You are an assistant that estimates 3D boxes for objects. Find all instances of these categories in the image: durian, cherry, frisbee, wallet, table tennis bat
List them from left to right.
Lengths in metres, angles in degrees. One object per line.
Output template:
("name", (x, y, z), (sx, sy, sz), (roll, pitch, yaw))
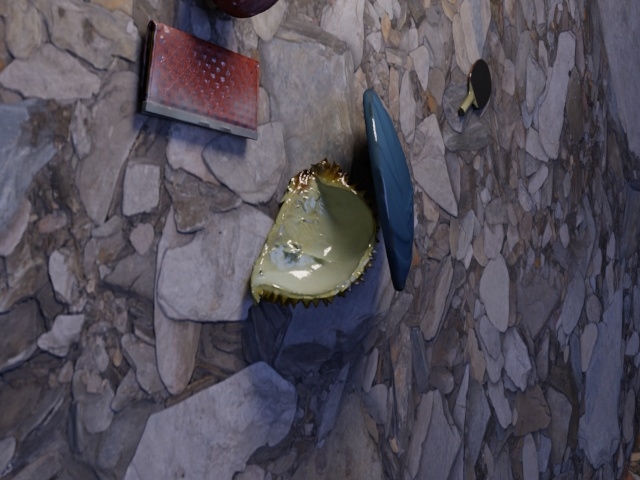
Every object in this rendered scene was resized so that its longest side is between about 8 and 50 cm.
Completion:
("wallet", (-0.134, -0.181, 1.052), (0.197, 0.020, 0.103), (6, 88, -56))
("cherry", (-0.077, -0.348, 1.076), (0.107, 0.090, 0.225), (45, 46, -34))
("durian", (0.000, 0.000, 1.198), (0.139, 0.144, 0.252), (34, 67, -28))
("frisbee", (0.106, -0.073, 1.279), (0.289, 0.049, 0.289), (-9, 90, -84))
("table tennis bat", (0.290, -0.279, 1.693), (0.156, 0.013, 0.087), (-53, 134, -42))
